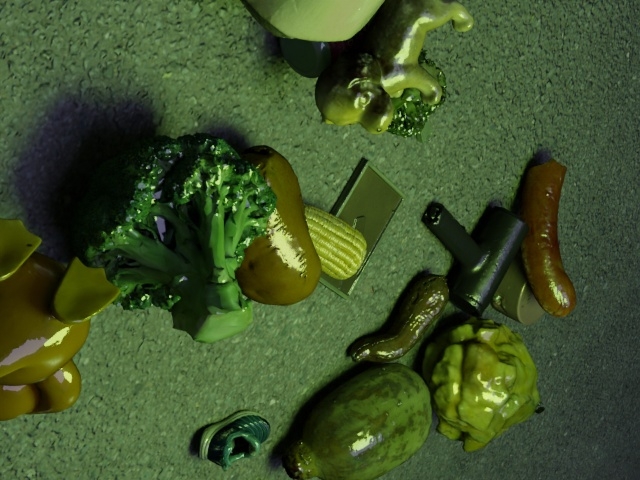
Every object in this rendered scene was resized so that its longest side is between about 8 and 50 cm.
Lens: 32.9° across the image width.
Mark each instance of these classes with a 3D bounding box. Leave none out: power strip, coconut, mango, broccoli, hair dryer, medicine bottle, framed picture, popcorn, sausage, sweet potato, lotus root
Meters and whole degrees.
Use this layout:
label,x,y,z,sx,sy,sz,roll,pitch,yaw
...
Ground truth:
label,x,y,z,sx,sy,sz,roll,pitch,yaw
power strip,0.411,0.090,2.173,0.154,0.078,0.154,-28,132,-38
coconut,0.001,-0.357,1.285,0.241,0.241,0.241,-27,130,-38
mango,-0.073,-0.014,1.478,0.151,0.156,0.249,-34,137,-31
broccoli,-0.164,0.003,1.302,0.270,0.270,0.270,-23,149,-15
hair dryer,0.265,0.004,1.955,0.251,0.089,0.197,38,81,-46
power strip,0.165,-0.194,1.765,0.027,0.017,0.083,-45,139,-24
medicine bottle,0.046,-0.306,1.499,0.216,0.090,0.090,-35,135,-31
framed picture,0.055,-0.015,1.745,0.150,0.015,0.203,36,83,-52
popcorn,0.306,0.272,2.053,0.286,0.215,0.252,6,100,-55
sausage,0.429,-0.003,2.067,0.102,0.076,0.302,-2,87,-10
sweet potato,0.146,0.149,1.907,0.233,0.062,0.081,-43,100,-20
broccoli,0.113,-0.232,1.599,0.162,0.138,0.146,37,73,-22
lotus root,0.072,0.325,1.854,0.309,0.173,0.173,-29,131,-33

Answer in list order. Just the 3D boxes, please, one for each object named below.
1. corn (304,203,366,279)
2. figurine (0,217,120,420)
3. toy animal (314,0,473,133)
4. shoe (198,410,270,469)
label,x,y,z,sx,sy,sz,roll,pitch,yaw
corn,0.000,0.000,1.636,0.165,0.063,0.085,27,113,-40
figurine,-0.342,0.099,1.206,0.215,0.215,0.228,-48,-178,-19
toy animal,0.095,-0.241,1.435,0.168,0.121,0.233,20,101,-50
shoe,-0.124,0.311,1.683,0.143,0.071,0.064,-12,121,-51
